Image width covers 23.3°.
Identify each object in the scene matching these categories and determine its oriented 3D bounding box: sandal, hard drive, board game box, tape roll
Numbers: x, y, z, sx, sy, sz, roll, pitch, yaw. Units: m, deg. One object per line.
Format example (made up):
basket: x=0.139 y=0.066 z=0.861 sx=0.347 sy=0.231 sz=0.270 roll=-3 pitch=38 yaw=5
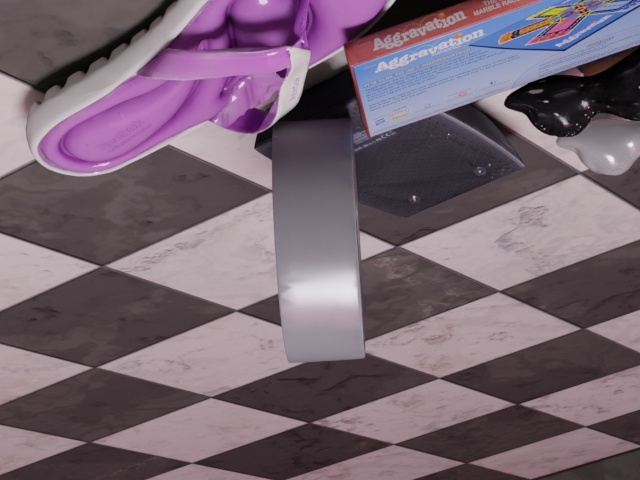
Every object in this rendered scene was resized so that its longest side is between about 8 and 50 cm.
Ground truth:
sandal: x=-0.084 y=-0.134 z=1.335 sx=0.416 sy=0.102 sz=0.169 roll=-28 pitch=152 yaw=36
hard drive: x=0.070 y=-0.100 z=1.535 sx=0.172 sy=0.054 sz=0.254 roll=-23 pitch=152 yaw=32
board game box: x=0.163 y=-0.174 z=1.345 sx=0.281 sy=0.027 sz=0.145 roll=-19 pitch=159 yaw=0
tape roll: x=0.000 y=0.000 z=1.402 sx=0.072 sy=0.219 sz=0.219 roll=-3 pitch=157 yaw=2

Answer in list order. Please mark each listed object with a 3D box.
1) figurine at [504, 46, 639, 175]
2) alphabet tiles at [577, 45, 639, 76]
figurine: x=0.313 y=-0.126 z=1.513 sx=0.209 sy=0.092 sz=0.215 roll=-12 pitch=159 yaw=27
alphabet tiles: x=0.351 y=-0.223 z=1.403 sx=0.285 sy=0.011 sz=0.342 roll=-19 pitch=155 yaw=23
